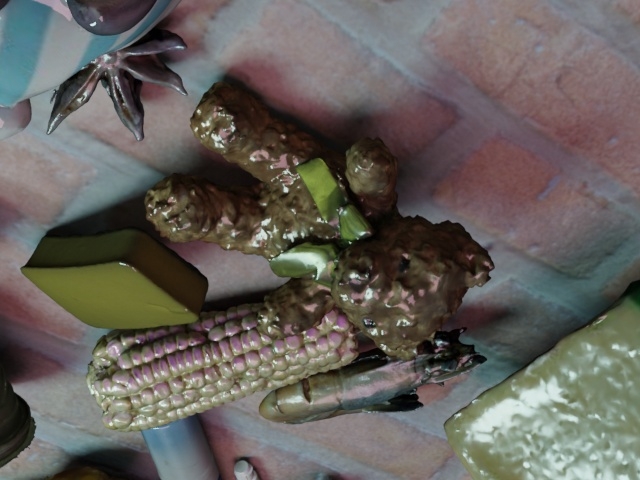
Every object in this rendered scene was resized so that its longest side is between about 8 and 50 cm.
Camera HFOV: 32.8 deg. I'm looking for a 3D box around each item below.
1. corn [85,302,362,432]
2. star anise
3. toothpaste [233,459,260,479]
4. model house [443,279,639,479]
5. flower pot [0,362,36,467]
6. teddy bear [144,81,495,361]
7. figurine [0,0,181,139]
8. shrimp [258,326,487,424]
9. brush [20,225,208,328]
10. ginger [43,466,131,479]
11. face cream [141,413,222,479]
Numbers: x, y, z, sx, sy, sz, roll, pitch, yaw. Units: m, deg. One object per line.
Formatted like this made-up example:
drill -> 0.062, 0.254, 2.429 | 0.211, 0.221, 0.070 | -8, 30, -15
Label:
corn -> -0.112, 0.138, 1.301 | 0.335, 0.126, 0.126 | -12, 131, -2
star anise -> -0.215, -0.181, 1.039 | 0.181, 0.061, 0.204 | -27, 128, 9
toothpaste -> -0.090, 0.379, 1.567 | 0.048, 0.031, 0.190 | -17, 133, 0
model house -> 0.420, 0.275, 1.332 | 0.334, 0.382, 0.343 | -40, 160, 25
flower pot -> -0.446, 0.171, 1.241 | 0.236, 0.235, 0.140 | 1, 106, -8
teddy bear -> -0.007, -0.002, 1.105 | 0.296, 0.222, 0.246 | 21, 108, -31
figurine -> -0.251, -0.212, 0.778 | 0.361, 0.377, 0.266 | -39, 105, 20
shrimp -> 0.069, 0.190, 1.376 | 0.289, 0.075, 0.178 | -23, 159, 4
brush -> -0.224, 0.042, 1.182 | 0.197, 0.059, 0.123 | -5, 144, 41
ginger -> -0.299, 0.447, 1.496 | 0.274, 0.152, 0.357 | -39, 109, 10
face cream -> -0.180, 0.297, 1.451 | 0.077, 0.077, 0.250 | -11, 132, 2
